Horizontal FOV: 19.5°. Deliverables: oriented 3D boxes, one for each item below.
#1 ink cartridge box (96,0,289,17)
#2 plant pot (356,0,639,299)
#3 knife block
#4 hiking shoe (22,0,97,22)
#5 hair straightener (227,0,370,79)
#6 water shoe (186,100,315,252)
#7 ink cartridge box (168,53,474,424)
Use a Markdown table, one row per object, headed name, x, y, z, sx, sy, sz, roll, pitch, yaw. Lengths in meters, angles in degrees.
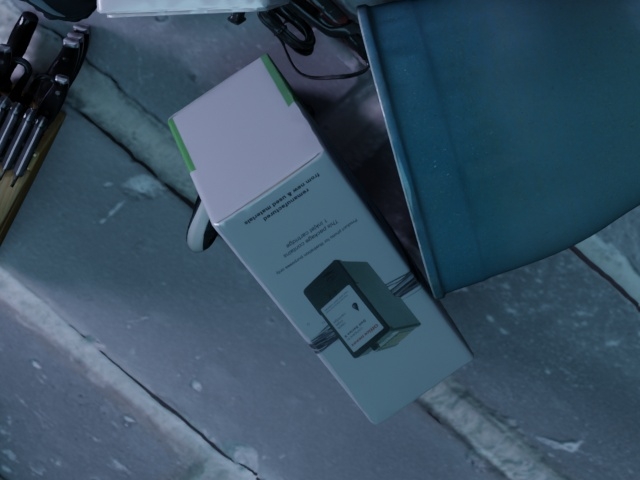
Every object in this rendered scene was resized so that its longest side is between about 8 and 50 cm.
| name | x | y | z | sx | sy | sz | roll | pitch | yaw |
| --- | --- | --- | --- | --- | --- | --- | --- | --- | --- |
| ink cartridge box | -0.115 | -0.309 | 1.637 | 0.160 | 0.092 | 0.219 | 0 | 99 | 13 |
| plant pot | 0.188 | -0.111 | 1.647 | 0.255 | 0.271 | 0.271 | -15 | 117 | 4 |
| knife block | -0.316 | -0.104 | 1.867 | 0.088 | 0.242 | 0.276 | 29 | 167 | -5 |
| hiking shoe | -0.260 | -0.339 | 1.681 | 0.132 | 0.113 | 0.304 | -15 | 116 | 21 |
| hair straightener | -0.044 | -0.230 | 1.747 | 0.230 | 0.047 | 0.089 | 41 | 121 | -18 |
| water shoe | -0.070 | -0.058 | 1.834 | 0.080 | 0.073 | 0.203 | 23 | 123 | -8 |
| ink cartridge box | 0.000 | 0.000 | 1.728 | 0.121 | 0.211 | 0.289 | -34 | 125 | 4 |
